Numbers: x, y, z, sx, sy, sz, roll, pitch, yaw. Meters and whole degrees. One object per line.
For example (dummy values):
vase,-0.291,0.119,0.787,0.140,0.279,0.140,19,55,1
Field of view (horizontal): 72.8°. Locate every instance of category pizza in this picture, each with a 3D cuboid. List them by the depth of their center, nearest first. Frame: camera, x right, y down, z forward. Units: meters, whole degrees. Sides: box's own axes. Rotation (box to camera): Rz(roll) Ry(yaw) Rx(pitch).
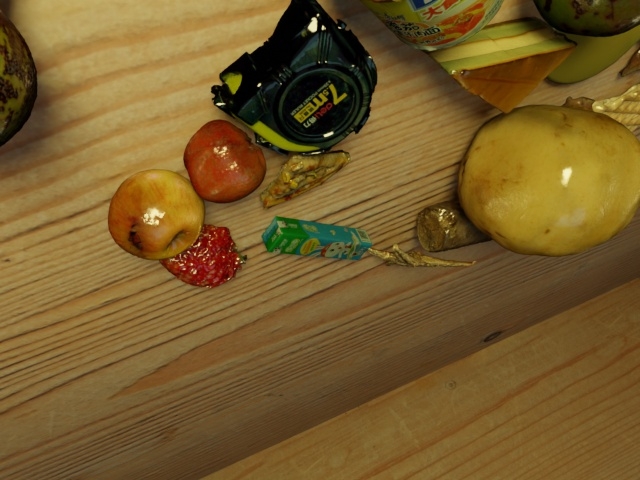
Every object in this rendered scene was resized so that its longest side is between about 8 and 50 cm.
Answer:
pizza,-0.021,-0.117,0.746,0.185,0.036,0.176,-29,176,-9

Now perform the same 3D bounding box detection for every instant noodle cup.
instant noodle cup,0.119,-0.327,0.490,0.205,0.204,0.153,-40,155,19

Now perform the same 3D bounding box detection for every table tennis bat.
table tennis bat,0.544,-0.437,0.755,0.224,0.054,0.368,9,136,-34

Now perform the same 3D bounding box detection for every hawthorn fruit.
hawthorn fruit,-0.145,-0.115,0.650,0.128,0.128,0.128,-19,146,-13

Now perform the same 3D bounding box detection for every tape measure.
tape measure,-0.025,-0.211,0.606,0.199,0.112,0.186,-35,140,22

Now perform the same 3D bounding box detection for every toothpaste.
toothpaste,0.000,0.000,0.966,0.267,0.050,0.065,7,137,-40

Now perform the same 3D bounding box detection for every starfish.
starfish,0.227,0.047,1.075,0.231,0.047,0.295,17,171,-36

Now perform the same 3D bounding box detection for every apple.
apple,-0.251,-0.035,0.668,0.147,0.146,0.146,-19,146,-13

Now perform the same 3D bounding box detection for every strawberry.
strawberry,-0.226,0.036,0.827,0.141,0.085,0.192,-26,146,1

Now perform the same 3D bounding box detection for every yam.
yam,0.352,-0.040,1.095,0.239,0.128,0.129,-12,110,-31

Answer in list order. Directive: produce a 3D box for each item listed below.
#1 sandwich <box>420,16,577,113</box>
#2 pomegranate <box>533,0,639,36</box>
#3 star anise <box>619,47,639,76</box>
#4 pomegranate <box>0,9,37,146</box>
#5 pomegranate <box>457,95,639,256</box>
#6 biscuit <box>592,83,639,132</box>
sandwich,0.273,-0.307,0.680,0.188,0.117,0.144,9,130,-40
pomegranate,0.394,-0.388,0.598,0.248,0.202,0.202,-36,158,-40
star anise,0.736,-0.434,0.861,0.289,0.088,0.288,-8,145,-5
pomegranate,-0.342,-0.189,0.366,0.214,0.214,0.247,40,72,-55
pomegranate,0.452,-0.129,0.871,0.333,0.332,0.332,-19,146,-13
biscuit,0.742,-0.305,1.084,0.309,0.040,0.204,-25,147,-3
